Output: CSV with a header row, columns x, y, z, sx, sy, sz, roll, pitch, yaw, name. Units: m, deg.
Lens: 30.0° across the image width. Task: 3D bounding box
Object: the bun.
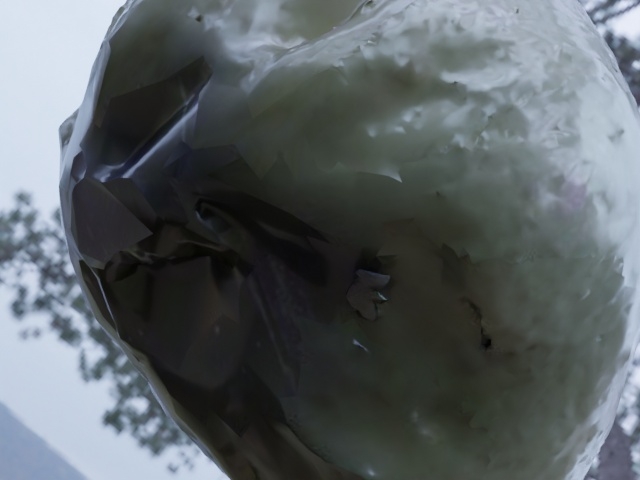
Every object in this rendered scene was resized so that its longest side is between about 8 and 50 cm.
x,y,z,sx,sy,sz,roll,pitch,yaw,name
-0.003,0.002,0.467,0.273,0.168,0.273,23,-60,45,bun
